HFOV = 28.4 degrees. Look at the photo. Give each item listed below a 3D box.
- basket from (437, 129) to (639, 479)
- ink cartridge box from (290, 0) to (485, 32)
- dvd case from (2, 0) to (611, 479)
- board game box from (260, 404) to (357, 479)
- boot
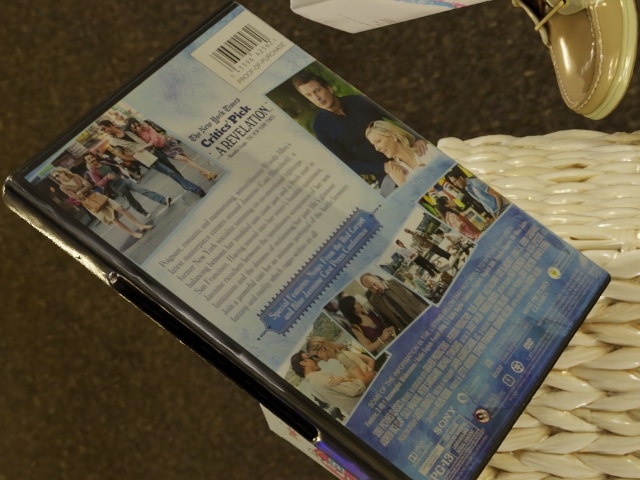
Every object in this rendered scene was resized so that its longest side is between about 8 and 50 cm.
[{"bbox_3d":[0.223,0.080,0.837,0.331,0.328,0.266,-1,106,13],"label":"basket"},{"bbox_3d":[0.104,-0.339,1.263,0.278,0.117,0.201,-7,83,37],"label":"ink cartridge box"},{"bbox_3d":[0.000,0.000,0.616,0.253,0.180,0.022,37,143,8],"label":"dvd case"},{"bbox_3d":[0.113,0.151,1.473,0.224,0.303,0.097,32,159,22],"label":"board game box"},{"bbox_3d":[0.138,-0.192,0.914,0.077,0.165,0.213,137,136,-56],"label":"boot"}]
